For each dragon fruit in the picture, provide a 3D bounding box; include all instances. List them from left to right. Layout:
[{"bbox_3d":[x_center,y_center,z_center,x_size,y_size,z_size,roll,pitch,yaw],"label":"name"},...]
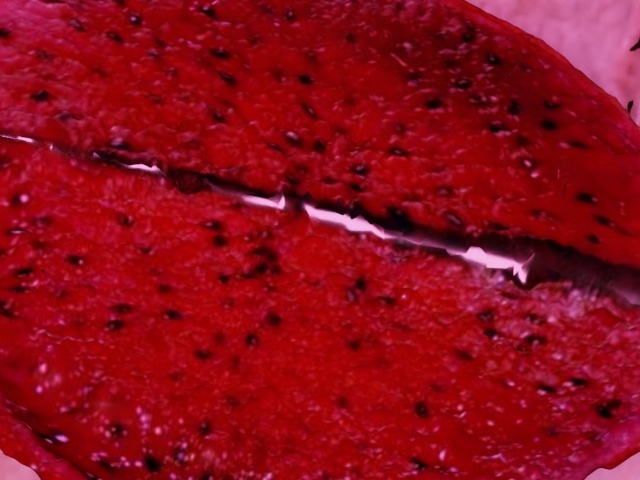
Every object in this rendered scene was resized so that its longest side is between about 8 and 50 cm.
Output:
[{"bbox_3d":[0.000,0.000,0.587,0.262,0.163,0.189,15,69,-1],"label":"dragon fruit"}]
